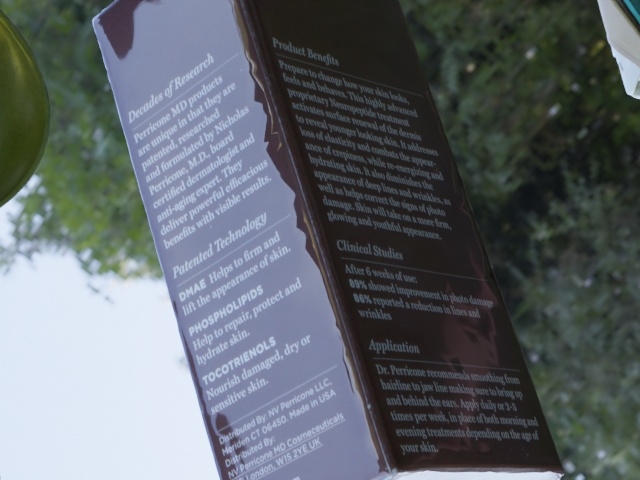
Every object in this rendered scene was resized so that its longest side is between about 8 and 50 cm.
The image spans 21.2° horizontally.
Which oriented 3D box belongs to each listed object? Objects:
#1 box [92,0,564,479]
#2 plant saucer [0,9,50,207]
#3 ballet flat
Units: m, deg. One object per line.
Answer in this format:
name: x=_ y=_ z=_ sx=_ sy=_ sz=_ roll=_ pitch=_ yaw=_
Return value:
box: x=0.000 y=0.000 z=1.117 sx=0.191 sy=0.143 sz=0.381 roll=10 pitch=-122 yaw=-50
plant saucer: x=-0.267 y=-0.081 z=0.925 sx=0.241 sy=0.037 sz=0.241 roll=17 pitch=-137 yaw=-17
ballet flat: x=0.293 y=-0.126 z=1.409 sx=0.080 sy=0.073 sz=0.232 roll=-3 pitch=-134 yaw=-53
